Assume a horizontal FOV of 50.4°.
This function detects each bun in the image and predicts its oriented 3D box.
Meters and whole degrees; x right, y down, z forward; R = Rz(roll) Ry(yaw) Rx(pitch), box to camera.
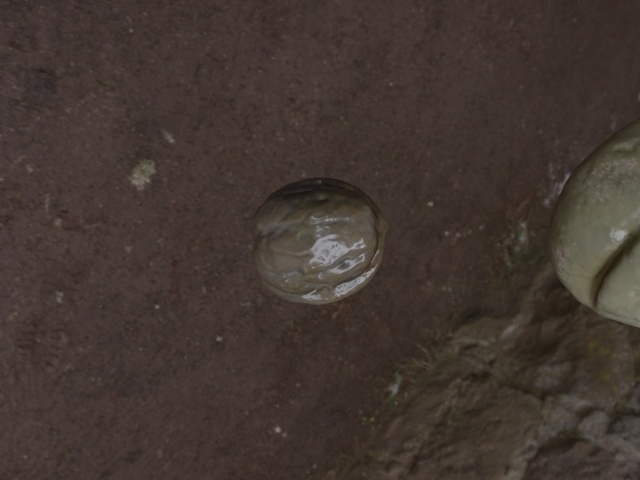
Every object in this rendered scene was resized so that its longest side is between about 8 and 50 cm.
[{"bbox_3d":[0.520,-0.011,0.970,0.365,0.219,0.365,-8,125,-11],"label":"bun"}]

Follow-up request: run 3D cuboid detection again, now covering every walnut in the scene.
[{"bbox_3d":[0.000,0.000,1.083,0.224,0.224,0.224,-25,125,-41],"label":"walnut"}]
